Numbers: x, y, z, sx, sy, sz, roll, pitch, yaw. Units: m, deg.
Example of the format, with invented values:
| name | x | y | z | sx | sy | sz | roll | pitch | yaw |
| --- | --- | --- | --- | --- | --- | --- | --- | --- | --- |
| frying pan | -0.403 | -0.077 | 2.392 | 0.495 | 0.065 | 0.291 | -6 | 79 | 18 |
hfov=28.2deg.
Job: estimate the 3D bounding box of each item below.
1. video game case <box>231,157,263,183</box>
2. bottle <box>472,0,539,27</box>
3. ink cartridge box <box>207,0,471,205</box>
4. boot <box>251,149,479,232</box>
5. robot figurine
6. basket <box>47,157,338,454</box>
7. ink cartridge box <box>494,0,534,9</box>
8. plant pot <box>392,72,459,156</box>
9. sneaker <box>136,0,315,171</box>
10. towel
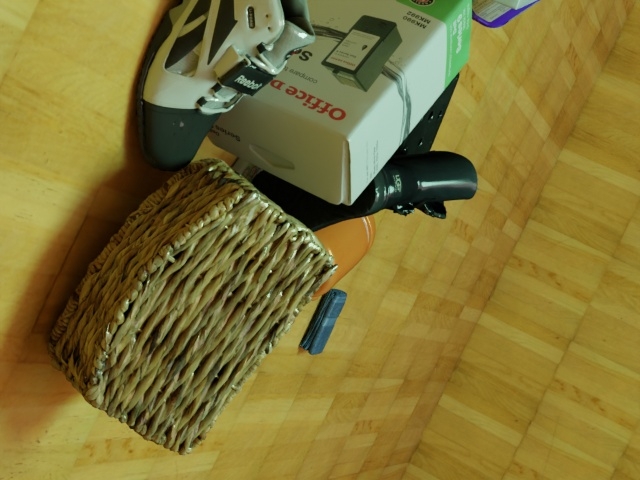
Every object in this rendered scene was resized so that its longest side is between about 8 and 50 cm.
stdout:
| name | x | y | z | sx | sy | sz | roll | pitch | yaw |
| --- | --- | --- | --- | --- | --- | --- | --- | --- | --- |
| video game case | -0.112 | -0.041 | 1.691 | 0.157 | 0.019 | 0.143 | -55 | 159 | -21 |
| bottle | 0.333 | -0.435 | 2.035 | 0.283 | 0.092 | 0.118 | -24 | -138 | 66 |
| ink cartridge box | 0.023 | -0.208 | 1.526 | 0.289 | 0.211 | 0.122 | -52 | 157 | -31 |
| boot | 0.058 | -0.062 | 1.653 | 0.207 | 0.246 | 0.094 | -5 | 88 | -45 |
| robot figurine | -0.001 | 0.001 | 1.876 | 0.219 | 0.128 | 0.158 | -41 | 112 | -47 |
| basket | -0.176 | 0.048 | 1.447 | 0.299 | 0.223 | 0.213 | -52 | 129 | 1 |
| ink cartridge box | 0.249 | -0.438 | 1.879 | 0.127 | 0.176 | 0.128 | -36 | 148 | -58 |
| plant pot | 0.082 | -0.204 | 1.761 | 0.188 | 0.167 | 0.188 | -19 | 133 | -65 |
| sneaker | -0.088 | -0.206 | 1.348 | 0.122 | 0.146 | 0.331 | -24 | 139 | -64 |
| towel | 0.007 | 0.141 | 2.227 | 0.120 | 0.029 | 0.067 | -66 | 161 | 5 |
